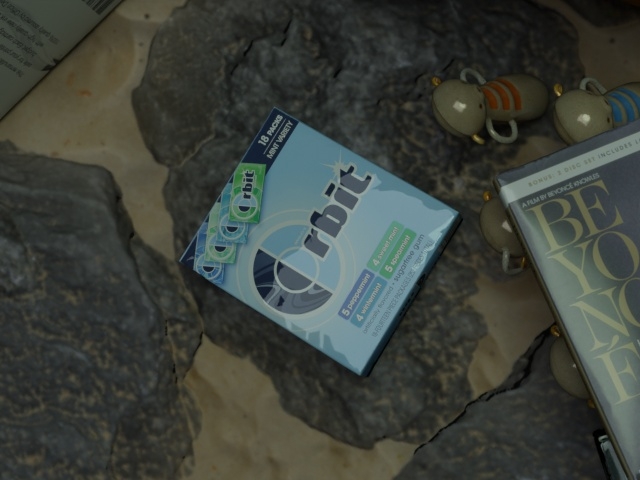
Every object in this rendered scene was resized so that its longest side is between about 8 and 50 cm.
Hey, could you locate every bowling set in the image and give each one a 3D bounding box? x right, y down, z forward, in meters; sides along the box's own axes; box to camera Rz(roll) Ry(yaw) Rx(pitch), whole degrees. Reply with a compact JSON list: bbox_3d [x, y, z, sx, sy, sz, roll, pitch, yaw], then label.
[{"bbox_3d":[0.213,-0.050,0.824,0.200,0.154,0.287,-44,70,42],"label":"bowling set"}]

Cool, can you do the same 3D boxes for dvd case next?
[{"bbox_3d":[0.232,0.027,0.745,0.164,0.018,0.221,-22,77,-3],"label":"dvd case"}]

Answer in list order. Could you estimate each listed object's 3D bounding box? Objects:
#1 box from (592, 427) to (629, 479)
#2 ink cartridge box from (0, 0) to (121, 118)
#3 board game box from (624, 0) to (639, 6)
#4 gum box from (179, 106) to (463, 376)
[{"bbox_3d":[0.251,0.235,0.799,0.051,0.175,0.220,-18,79,9],"label":"box"},{"bbox_3d":[-0.279,-0.231,0.969,0.273,0.198,0.115,-44,75,2],"label":"ink cartridge box"},{"bbox_3d":[0.172,-0.387,0.736,0.356,0.356,0.356,33,102,36],"label":"board game box"},{"bbox_3d":[0.000,0.000,0.957,0.184,0.041,0.157,31,89,15],"label":"gum box"}]
